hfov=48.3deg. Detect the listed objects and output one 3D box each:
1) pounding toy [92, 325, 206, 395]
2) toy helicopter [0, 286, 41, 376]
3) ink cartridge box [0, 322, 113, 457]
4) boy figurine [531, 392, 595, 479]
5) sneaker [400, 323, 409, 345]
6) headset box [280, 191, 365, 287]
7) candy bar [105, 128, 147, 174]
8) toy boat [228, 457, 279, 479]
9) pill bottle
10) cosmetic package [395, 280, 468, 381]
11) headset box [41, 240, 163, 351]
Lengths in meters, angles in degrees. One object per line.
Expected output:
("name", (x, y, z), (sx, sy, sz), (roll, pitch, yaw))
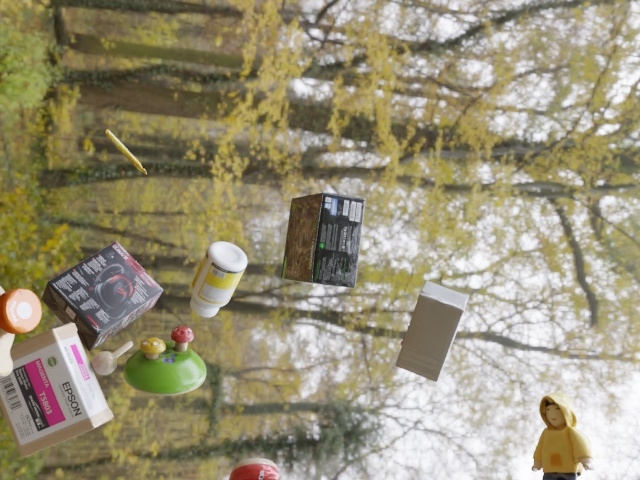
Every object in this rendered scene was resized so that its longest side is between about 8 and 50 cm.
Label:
("pounding toy", (-0.369, 0.247, 1.597), (0.183, 0.237, 0.110), (-46, 145, -68))
("toy helicopter", (-0.642, 0.221, 1.227), (0.140, 0.235, 0.355), (-9, -114, 29))
("ink cartridge box", (-0.593, 0.324, 1.553), (0.235, 0.193, 0.088), (66, 12, 3))
("boy figurine", (0.547, 0.486, 1.614), (0.177, 0.092, 0.285), (-22, -124, 61))
("sneaker", (0.307, 0.320, 2.445), (0.042, 0.118, 0.067), (-7, -86, 39))
("headset box", (0.000, 0.000, 2.004), (0.283, 0.131, 0.246), (-179, -83, -69))
("candy bar", (-0.529, -0.241, 1.936), (0.161, 0.018, 0.040), (47, -11, 6))
("toy boat", (-0.203, 0.769, 2.135), (0.151, 0.151, 0.231), (-116, -141, -60))
("pill bottle", (-0.259, 0.100, 1.770), (0.184, 0.103, 0.103), (-61, -151, 31))
("cosmetic package", (0.296, 0.241, 1.897), (0.107, 0.127, 0.238), (-43, 152, -64))
("headset box", (-0.634, 0.154, 2.123), (0.218, 0.293, 0.110), (45, -46, 5))
